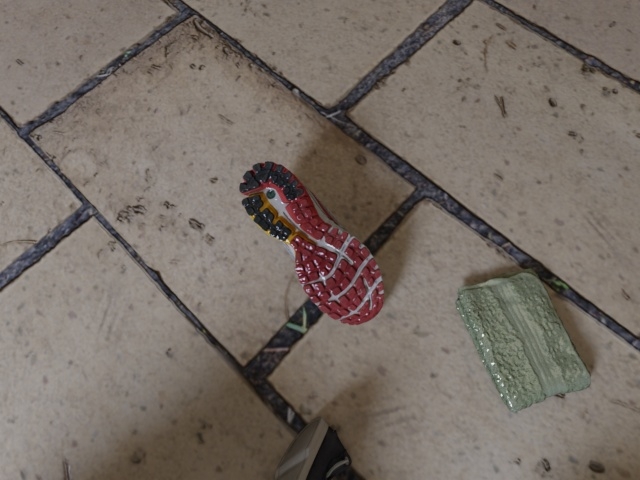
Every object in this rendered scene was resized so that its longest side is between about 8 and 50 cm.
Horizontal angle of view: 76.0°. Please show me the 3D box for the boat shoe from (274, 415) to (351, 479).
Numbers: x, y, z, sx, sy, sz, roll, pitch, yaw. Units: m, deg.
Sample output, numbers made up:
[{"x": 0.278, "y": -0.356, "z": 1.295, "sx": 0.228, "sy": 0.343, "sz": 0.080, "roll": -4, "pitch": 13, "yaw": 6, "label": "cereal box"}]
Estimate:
[{"x": -0.021, "y": 0.250, "z": 0.363, "sx": 0.065, "sy": 0.206, "sz": 0.075, "roll": 45, "pitch": 118, "yaw": 0, "label": "boat shoe"}]

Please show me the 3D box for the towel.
[{"x": 0.231, "y": 0.110, "z": 0.475, "sx": 0.109, "sy": 0.027, "sz": 0.148, "roll": -17, "pitch": 70, "yaw": -3, "label": "towel"}]

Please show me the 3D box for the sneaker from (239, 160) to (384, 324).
[{"x": 0.000, "y": 0.000, "z": 0.497, "sx": 0.088, "sy": 0.093, "sz": 0.225, "roll": -36, "pitch": 89, "yaw": 9, "label": "sneaker"}]
